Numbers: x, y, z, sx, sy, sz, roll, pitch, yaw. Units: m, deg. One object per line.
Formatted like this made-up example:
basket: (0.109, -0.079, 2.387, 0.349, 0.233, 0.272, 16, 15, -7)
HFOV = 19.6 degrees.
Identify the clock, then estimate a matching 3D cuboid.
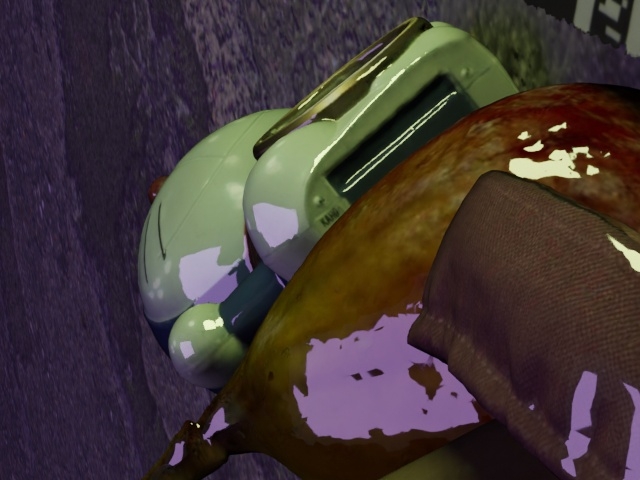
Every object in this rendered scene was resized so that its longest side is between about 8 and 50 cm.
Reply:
clock: (0.000, 0.000, 0.878, 0.146, 0.199, 0.243, 45, 157, -7)

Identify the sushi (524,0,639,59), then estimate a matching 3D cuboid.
sushi: (0.114, -0.181, 0.640, 0.192, 0.050, 0.215, -139, 49, -56)

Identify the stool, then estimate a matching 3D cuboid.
stool: (0.092, 0.130, 0.475, 0.272, 0.178, 0.272, 42, -179, 0)

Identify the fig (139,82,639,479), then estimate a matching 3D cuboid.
fig: (0.036, 0.055, 0.697, 0.170, 0.274, 0.145, 69, -165, 11)
